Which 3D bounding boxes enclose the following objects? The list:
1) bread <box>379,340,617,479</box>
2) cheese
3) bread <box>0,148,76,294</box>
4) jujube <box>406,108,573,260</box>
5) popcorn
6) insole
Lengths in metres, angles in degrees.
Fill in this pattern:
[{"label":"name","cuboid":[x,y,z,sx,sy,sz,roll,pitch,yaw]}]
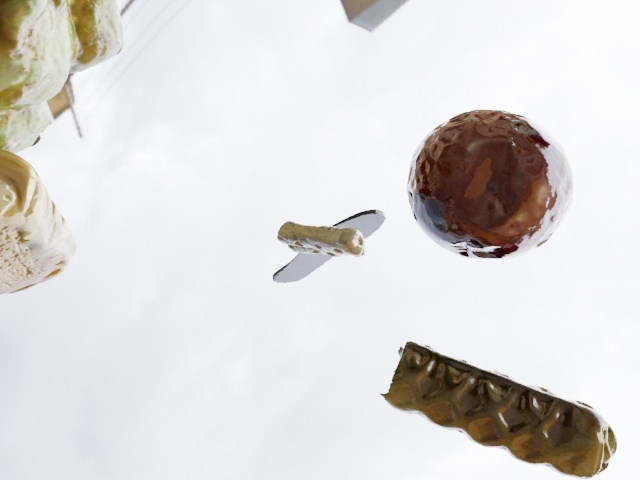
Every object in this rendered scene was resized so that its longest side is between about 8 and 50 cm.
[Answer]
[{"label":"bread","cuboid":[0.209,0.200,0.815,0.270,0.098,0.087,18,-91,16]},{"label":"cheese","cuboid":[0.000,0.000,1.170,0.194,0.065,0.043,5,-123,49]},{"label":"bread","cuboid":[-0.442,-0.019,0.935,0.121,0.173,0.311,61,-17,15]},{"label":"jujube","cuboid":[0.176,-0.056,0.743,0.168,0.236,0.167,0,-89,7]},{"label":"popcorn","cuboid":[-0.408,-0.291,0.877,0.290,0.326,0.320,153,-63,-63]},{"label":"insole","cuboid":[0.008,0.017,1.303,0.309,0.110,0.012,-39,-123,47]}]
